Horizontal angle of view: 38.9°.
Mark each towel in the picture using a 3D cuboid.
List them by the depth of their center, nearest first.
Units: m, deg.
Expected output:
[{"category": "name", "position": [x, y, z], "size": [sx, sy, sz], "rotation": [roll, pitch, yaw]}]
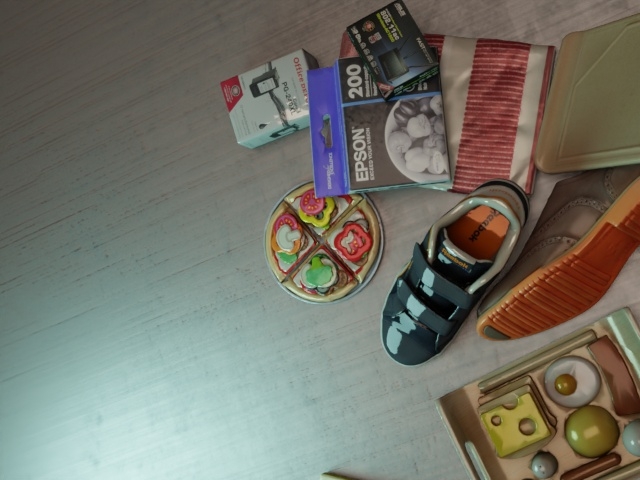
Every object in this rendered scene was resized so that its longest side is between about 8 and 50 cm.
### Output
[{"category": "towel", "position": [0.174, -0.195, 1.376], "size": [0.329, 0.037, 0.237], "rotation": [9, 88, 18]}]

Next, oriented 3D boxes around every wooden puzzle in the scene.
[{"category": "wooden puzzle", "position": [0.405, -0.199, 1.220], "size": [0.238, 0.044, 0.221], "rotation": [0, 73, 59]}]

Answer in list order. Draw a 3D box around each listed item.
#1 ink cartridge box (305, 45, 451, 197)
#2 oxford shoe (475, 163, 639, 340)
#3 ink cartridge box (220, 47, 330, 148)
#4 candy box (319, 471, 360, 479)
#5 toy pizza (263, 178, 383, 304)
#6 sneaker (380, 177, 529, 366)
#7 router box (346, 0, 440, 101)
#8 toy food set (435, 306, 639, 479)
[{"category": "ink cartridge box", "position": [0.082, -0.175, 1.350], "size": [0.208, 0.045, 0.206], "rotation": [-7, 82, 10]}, {"category": "oxford shoe", "position": [0.353, 0.003, 1.277], "size": [0.363, 0.130, 0.133], "rotation": [-42, 43, 18]}, {"category": "ink cartridge box", "position": [-0.069, -0.226, 1.445], "size": [0.150, 0.063, 0.109], "rotation": [-20, 81, 16]}, {"category": "candy box", "position": [0.036, 0.468, 1.385], "size": [0.105, 0.027, 0.206], "rotation": [8, 89, 22]}, {"category": "toy pizza", "position": [0.000, 0.000, 1.424], "size": [0.201, 0.032, 0.201], "rotation": [-1, 86, 19]}, {"category": "sneaker", "position": [0.177, 0.052, 1.294], "size": [0.126, 0.127, 0.321], "rotation": [33, 106, 10]}, {"category": "router box", "position": [0.105, -0.277, 1.316], "size": [0.092, 0.038, 0.122], "rotation": [-28, 76, 2]}, {"category": "toy food set", "position": [0.339, 0.257, 1.259], "size": [0.306, 0.092, 0.220], "rotation": [-29, 78, 15]}]
